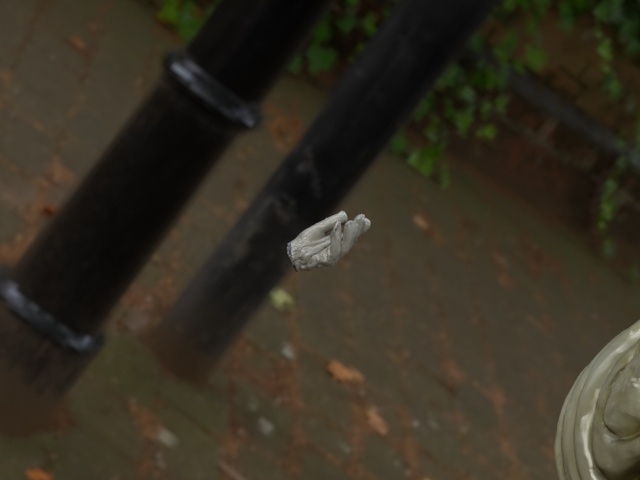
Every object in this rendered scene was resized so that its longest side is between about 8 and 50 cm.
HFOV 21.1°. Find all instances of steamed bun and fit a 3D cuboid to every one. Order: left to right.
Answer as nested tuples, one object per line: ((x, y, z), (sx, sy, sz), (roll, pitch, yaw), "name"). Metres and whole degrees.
((0.337, 0.144, 1.492), (0.203, 0.276, 0.289), (54, -20, -13), "steamed bun")

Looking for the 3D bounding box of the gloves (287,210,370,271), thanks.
((0.002, 0.001, 1.360), (0.037, 0.081, 0.044), (45, 23, -45), "gloves")
